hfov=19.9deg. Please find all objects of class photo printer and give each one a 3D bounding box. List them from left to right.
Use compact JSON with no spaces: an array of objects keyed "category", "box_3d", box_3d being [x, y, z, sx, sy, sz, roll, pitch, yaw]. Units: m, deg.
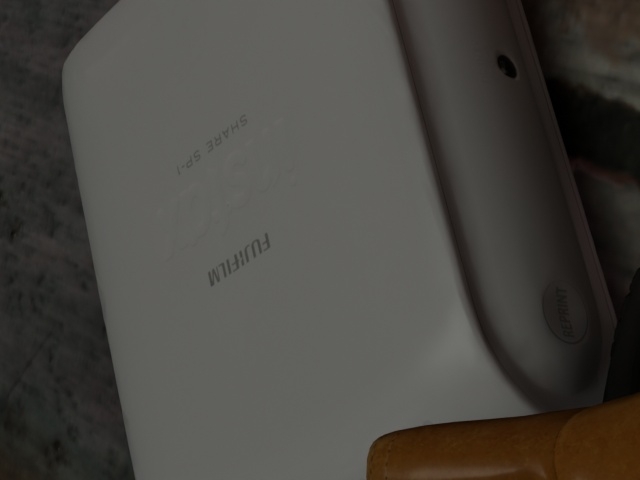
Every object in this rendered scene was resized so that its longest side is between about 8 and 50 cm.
[{"category":"photo printer","box_3d":[0.000,0.000,0.827,0.256,0.107,0.307,-33,62,42]}]

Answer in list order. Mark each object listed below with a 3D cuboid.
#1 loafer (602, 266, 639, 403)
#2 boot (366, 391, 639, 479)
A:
[{"category":"loafer","box_3d":[0.150,0.064,0.684,0.078,0.080,0.220,27,118,23]},{"category":"boot","box_3d":[0.109,0.072,0.548,0.211,0.295,0.104,4,51,23]}]
